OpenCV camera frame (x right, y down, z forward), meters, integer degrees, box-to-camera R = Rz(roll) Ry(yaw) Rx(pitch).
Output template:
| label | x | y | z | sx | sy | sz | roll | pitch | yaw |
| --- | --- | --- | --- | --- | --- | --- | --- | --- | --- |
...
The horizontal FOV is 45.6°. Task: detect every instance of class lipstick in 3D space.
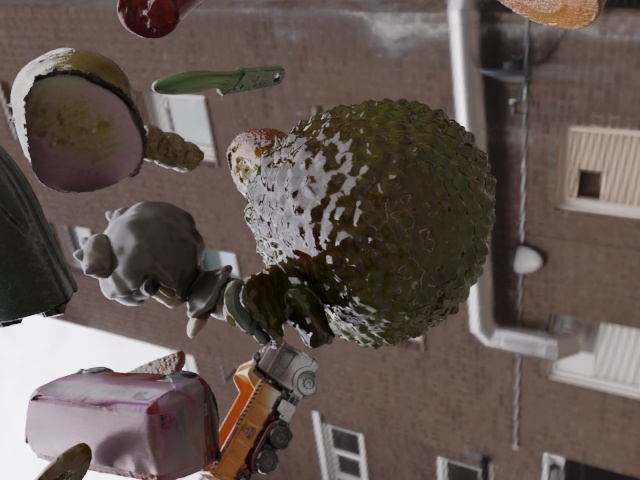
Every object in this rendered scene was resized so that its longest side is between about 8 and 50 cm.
| label | x | y | z | sx | sy | sz | roll | pitch | yaw |
| --- | --- | --- | --- | --- | --- | --- | --- | --- | --- |
| lipstick | -0.166 | -0.319 | 0.926 | 0.280 | 0.073 | 0.073 | -74 | -21 | -55 |

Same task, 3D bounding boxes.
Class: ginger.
| label | x | y | z | sx | sy | sz | roll | pitch | yaw |
| --- | --- | --- | --- | --- | --- | --- | --- | --- | --- |
| ginger | -0.346 | -0.204 | 1.715 | 0.204 | 0.104 | 0.080 | 18 | -99 | -70 |

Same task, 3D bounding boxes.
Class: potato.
| label | x | y | z | sx | sy | sz | roll | pitch | yaw |
| --- | --- | --- | --- | --- | --- | --- | --- | --- | --- |
| potato | -0.432 | -0.238 | 1.332 | 0.229 | 0.266 | 0.229 | -10 | -56 | -16 |

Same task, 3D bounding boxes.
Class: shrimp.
| label | x | y | z | sx | sy | sz | roll | pitch | yaw |
| --- | --- | --- | --- | --- | --- | --- | --- | --- | --- |
| shrimp | -0.343 | 0.319 | 0.963 | 0.162 | 0.045 | 0.095 | -54 | -3 | 23 |

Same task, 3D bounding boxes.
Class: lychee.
| label | x | y | z | sx | sy | sz | roll | pitch | yaw |
| --- | --- | --- | --- | --- | --- | --- | --- | --- | --- |
| lychee | 0.048 | -0.014 | 0.803 | 0.270 | 0.269 | 0.320 | 44 | -115 | -59 |

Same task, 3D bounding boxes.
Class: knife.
| label | x | y | z | sx | sy | sz | roll | pitch | yaw |
| --- | --- | --- | --- | --- | --- | --- | --- | --- | --- |
| knife | -0.117 | -0.196 | 0.940 | 0.043 | 0.020 | 0.293 | -49 | -10 | 29 |

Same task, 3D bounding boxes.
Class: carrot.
| label | x | y | z | sx | sy | sz | roll | pitch | yaw |
| --- | --- | --- | --- | --- | --- | --- | --- | --- | --- |
| carrot | 0.403 | -0.493 | 1.381 | 0.100 | 0.258 | 0.307 | -53 | 6 | -3 |

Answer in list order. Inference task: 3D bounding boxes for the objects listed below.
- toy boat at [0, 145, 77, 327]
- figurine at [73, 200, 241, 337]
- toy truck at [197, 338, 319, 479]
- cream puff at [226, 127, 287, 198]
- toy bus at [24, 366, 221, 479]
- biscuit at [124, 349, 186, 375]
| label | x | y | z | sx | sy | sz | roll | pitch | yaw |
| --- | --- | --- | --- | --- | --- | --- | --- | --- | --- |
| toy boat | -0.431 | -0.026 | 0.983 | 0.092 | 0.141 | 0.320 | -104 | 1 | -58 |
| figurine | -0.269 | 0.059 | 1.473 | 0.203 | 0.380 | 0.248 | -59 | 5 | 28 |
| toy truck | -0.113 | 0.309 | 1.352 | 0.135 | 0.114 | 0.271 | 35 | -116 | -11 |
| cream puff | -0.125 | -0.184 | 1.960 | 0.163 | 0.240 | 0.240 | -28 | -55 | -34 |
| toy bus | -0.283 | 0.253 | 1.073 | 0.147 | 0.302 | 0.128 | -10 | -84 | -58 |
| biscuit | -0.342 | 0.278 | 1.401 | 0.126 | 0.206 | 0.025 | -103 | -12 | -60 |
